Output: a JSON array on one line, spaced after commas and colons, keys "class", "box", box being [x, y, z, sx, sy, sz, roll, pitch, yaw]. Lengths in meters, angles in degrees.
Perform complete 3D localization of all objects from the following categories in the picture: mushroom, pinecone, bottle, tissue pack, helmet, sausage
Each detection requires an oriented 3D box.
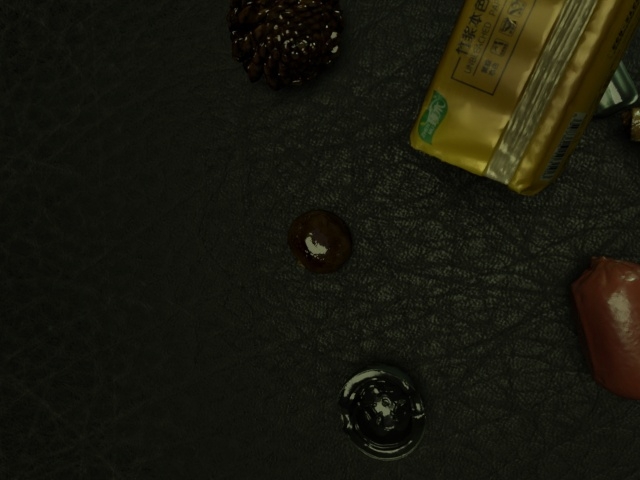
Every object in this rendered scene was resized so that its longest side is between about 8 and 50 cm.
[{"class": "mushroom", "box": [0.000, 0.000, 1.202, 0.127, 0.087, 0.127, 2, 79, -8]}, {"class": "pinecone", "box": [-0.066, -0.397, 1.143, 0.221, 0.221, 0.222, 0, 92, 12]}, {"class": "bottle", "box": [0.461, -0.337, 1.093, 0.096, 0.079, 0.254, -26, 86, -15]}, {"class": "tissue pack", "box": [0.327, -0.288, 0.956, 0.228, 0.293, 0.382, 31, 115, 21]}, {"class": "helmet", "box": [0.113, 0.300, 1.169, 0.153, 0.107, 0.177, -12, 108, 9]}, {"class": "sausage", "box": [0.504, 0.148, 1.064, 0.148, 0.148, 0.255, -12, 90, 12]}]

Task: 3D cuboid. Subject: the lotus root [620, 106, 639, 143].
[{"class": "lotus root", "box": [0.638, -0.195, 1.024, 0.284, 0.160, 0.146, 0, 134, 14]}]
